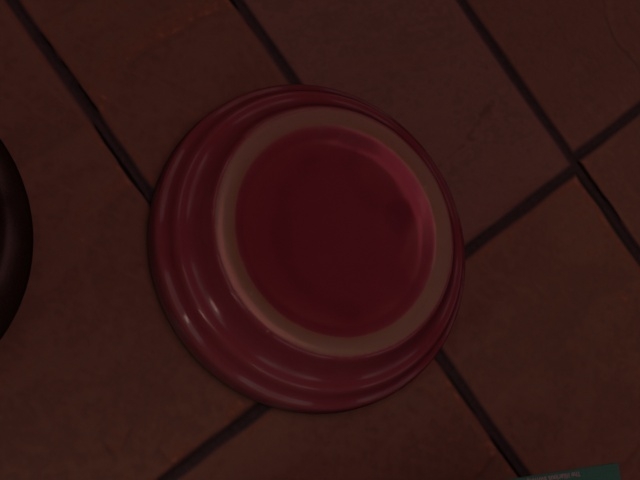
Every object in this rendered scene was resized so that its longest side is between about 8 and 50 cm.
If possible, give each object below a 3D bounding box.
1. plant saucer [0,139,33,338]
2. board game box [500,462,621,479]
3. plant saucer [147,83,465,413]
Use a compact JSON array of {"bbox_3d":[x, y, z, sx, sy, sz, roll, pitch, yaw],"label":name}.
[{"bbox_3d":[-0.394,-0.012,1.642,0.310,0.050,0.310,5,75,-19],"label":"plant saucer"},{"bbox_3d":[0.164,0.253,1.809,0.160,0.210,0.047,-5,78,-23],"label":"board game box"},{"bbox_3d":[0.000,0.000,1.879,0.332,0.084,0.332,6,73,-21],"label":"plant saucer"}]
